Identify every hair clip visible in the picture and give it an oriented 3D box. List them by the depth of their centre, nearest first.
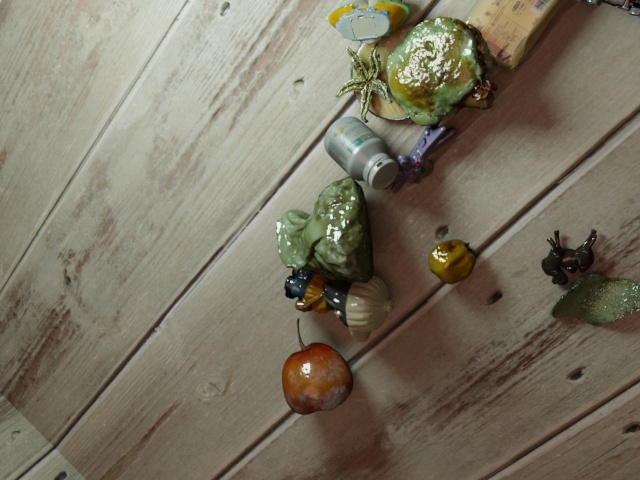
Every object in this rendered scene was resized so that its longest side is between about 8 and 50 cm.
[{"bbox_3d":[0.273,-0.238,1.585,0.090,0.137,0.279,51,120,38],"label":"hair clip"}]

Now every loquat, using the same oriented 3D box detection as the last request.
[{"bbox_3d":[0.382,0.059,1.641,0.137,0.113,0.138,-1,86,9],"label":"loquat"}]

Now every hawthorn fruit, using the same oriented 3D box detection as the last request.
[{"bbox_3d":[-0.014,0.446,1.848,0.231,0.263,0.235,17,127,-26],"label":"hawthorn fruit"}]

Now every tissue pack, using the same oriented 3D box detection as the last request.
[{"bbox_3d":[0.473,-0.561,1.427,0.186,0.090,0.222,34,115,4],"label":"tissue pack"}]

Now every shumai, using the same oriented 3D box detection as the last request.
[{"bbox_3d":[0.000,0.000,1.634,0.288,0.330,0.292,-6,129,10],"label":"shumai"}]

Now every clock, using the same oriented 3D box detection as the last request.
[{"bbox_3d":[0.126,-0.597,1.504,0.230,0.144,0.103,3,136,24],"label":"clock"}]

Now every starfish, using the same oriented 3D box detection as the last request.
[{"bbox_3d":[0.112,-0.430,1.567,0.175,0.053,0.208,-9,96,32],"label":"starfish"}]

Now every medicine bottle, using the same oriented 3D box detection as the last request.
[{"bbox_3d":[0.117,-0.239,1.579,0.215,0.135,0.135,49,119,35],"label":"medicine bottle"}]

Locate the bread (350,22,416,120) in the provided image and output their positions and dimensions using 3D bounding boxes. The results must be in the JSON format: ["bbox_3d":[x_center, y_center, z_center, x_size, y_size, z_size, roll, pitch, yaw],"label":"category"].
[{"bbox_3d":[0.211,-0.464,1.572,0.266,0.040,0.267,6,108,18],"label":"bread"}]

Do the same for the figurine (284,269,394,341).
[{"bbox_3d":[0.056,0.164,1.744,0.332,0.185,0.205,26,148,5],"label":"figurine"}]

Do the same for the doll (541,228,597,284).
[{"bbox_3d":[0.683,0.051,1.567,0.138,0.057,0.165,0,115,17],"label":"doll"}]

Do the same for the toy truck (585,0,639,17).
[{"bbox_3d":[0.681,-0.601,1.335,0.215,0.116,0.110,20,113,4],"label":"toy truck"}]

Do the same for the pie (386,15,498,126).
[{"bbox_3d":[0.304,-0.437,1.466,0.274,0.105,0.258,-11,103,32],"label":"pie"}]

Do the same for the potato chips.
[{"bbox_3d":[0.765,0.172,1.575,0.228,0.059,0.167,6,114,12],"label":"potato chips"}]
